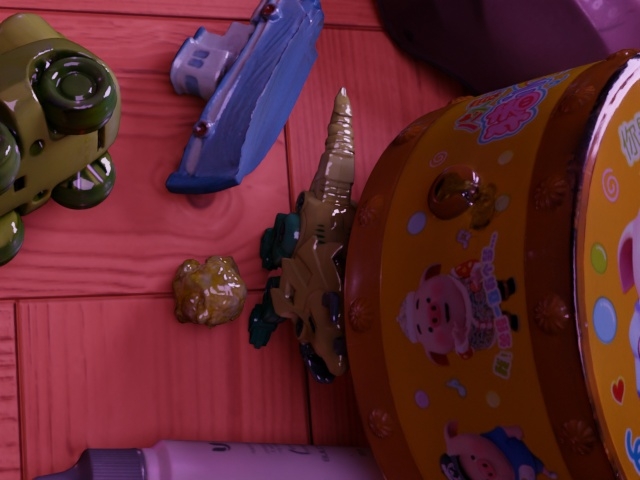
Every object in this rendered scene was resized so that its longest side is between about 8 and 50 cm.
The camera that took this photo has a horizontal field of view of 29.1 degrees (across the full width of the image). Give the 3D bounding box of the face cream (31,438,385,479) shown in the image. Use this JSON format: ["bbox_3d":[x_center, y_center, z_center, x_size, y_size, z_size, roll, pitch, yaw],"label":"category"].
[{"bbox_3d":[-0.081,0.210,1.009,0.311,0.092,0.092,5,79,-22],"label":"face cream"}]

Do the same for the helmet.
[{"bbox_3d":[0.225,-0.262,1.160,0.338,0.197,0.271,28,69,-14],"label":"helmet"}]

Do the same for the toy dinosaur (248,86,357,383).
[{"bbox_3d":[0.000,0.000,1.056,0.094,0.153,0.259,11,68,-22],"label":"toy dinosaur"}]

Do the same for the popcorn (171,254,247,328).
[{"bbox_3d":[-0.090,0.044,1.054,0.083,0.068,0.060,-40,126,-59],"label":"popcorn"}]

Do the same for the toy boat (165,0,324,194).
[{"bbox_3d":[-0.080,-0.134,1.085,0.102,0.088,0.215,19,72,18],"label":"toy boat"}]

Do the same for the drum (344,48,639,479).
[{"bbox_3d":[0.230,0.066,1.015,0.431,0.214,0.431,11,75,-47],"label":"drum"}]

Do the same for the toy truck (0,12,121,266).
[{"bbox_3d":[-0.256,-0.104,0.975,0.187,0.148,0.211,-19,62,-20],"label":"toy truck"}]
